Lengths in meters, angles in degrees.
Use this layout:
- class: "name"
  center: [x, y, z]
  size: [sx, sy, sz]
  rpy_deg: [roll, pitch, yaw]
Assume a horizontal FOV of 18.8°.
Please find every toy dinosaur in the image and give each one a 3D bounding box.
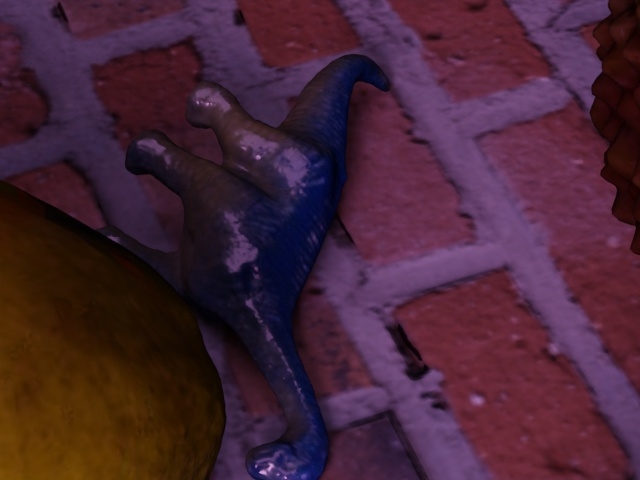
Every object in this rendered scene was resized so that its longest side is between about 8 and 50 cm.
- class: "toy dinosaur"
  center: [0.000, 0.000, 0.926]
  size: [0.188, 0.075, 0.248]
  rpy_deg: [36, 51, 23]

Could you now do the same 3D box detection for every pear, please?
- class: "pear"
  center: [-0.198, 0.080, 0.711]
  size: [0.321, 0.269, 0.269]
  rpy_deg: [-7, 42, -19]

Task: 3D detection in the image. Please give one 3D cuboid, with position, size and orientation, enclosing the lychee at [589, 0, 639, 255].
- class: "lychee"
  center: [0.268, -0.067, 0.789]
  size: [0.330, 0.306, 0.306]
  rpy_deg: [-14, 36, 34]
